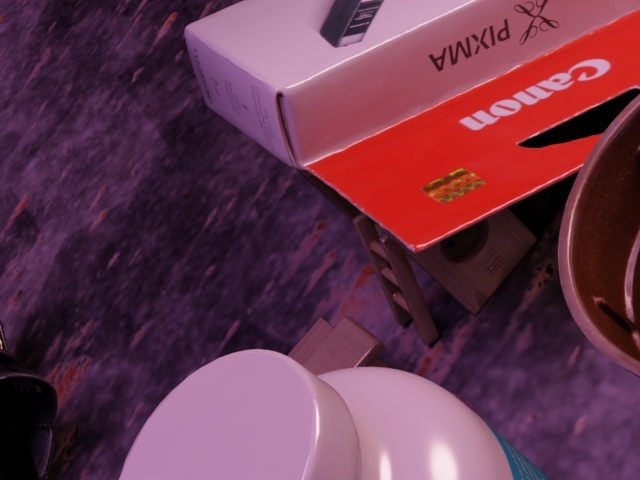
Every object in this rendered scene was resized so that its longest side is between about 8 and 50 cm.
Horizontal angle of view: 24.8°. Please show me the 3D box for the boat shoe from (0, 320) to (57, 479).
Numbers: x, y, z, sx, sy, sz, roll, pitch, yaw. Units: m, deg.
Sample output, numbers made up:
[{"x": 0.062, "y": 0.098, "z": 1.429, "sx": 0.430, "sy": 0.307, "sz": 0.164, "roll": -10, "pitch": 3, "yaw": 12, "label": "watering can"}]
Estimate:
[{"x": -0.223, "y": 0.131, "z": 0.954, "sx": 0.113, "sy": 0.127, "sz": 0.340, "roll": -30, "pitch": 43, "yaw": 21, "label": "boat shoe"}]

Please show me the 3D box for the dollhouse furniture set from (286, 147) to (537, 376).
[{"x": 0.000, "y": 0.000, "z": 0.871, "sx": 0.161, "sy": 0.101, "sz": 0.182, "roll": -50, "pitch": 38, "yaw": -2, "label": "dollhouse furniture set"}]

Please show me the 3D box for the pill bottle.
[{"x": 0.040, "y": 0.145, "z": 0.575, "sx": 0.146, "sy": 0.264, "sz": 0.146, "roll": -25, "pitch": 43, "yaw": 26, "label": "pill bottle"}]

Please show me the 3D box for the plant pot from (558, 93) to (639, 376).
[{"x": 0.210, "y": 0.023, "z": 0.598, "sx": 0.167, "sy": 0.165, "sz": 0.167, "roll": -25, "pitch": 44, "yaw": 27, "label": "plant pot"}]

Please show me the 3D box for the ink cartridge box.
[{"x": 0.095, "y": -0.115, "z": 0.819, "sx": 0.275, "sy": 0.060, "sz": 0.239, "roll": -26, "pitch": 33, "yaw": -18, "label": "ink cartridge box"}]
